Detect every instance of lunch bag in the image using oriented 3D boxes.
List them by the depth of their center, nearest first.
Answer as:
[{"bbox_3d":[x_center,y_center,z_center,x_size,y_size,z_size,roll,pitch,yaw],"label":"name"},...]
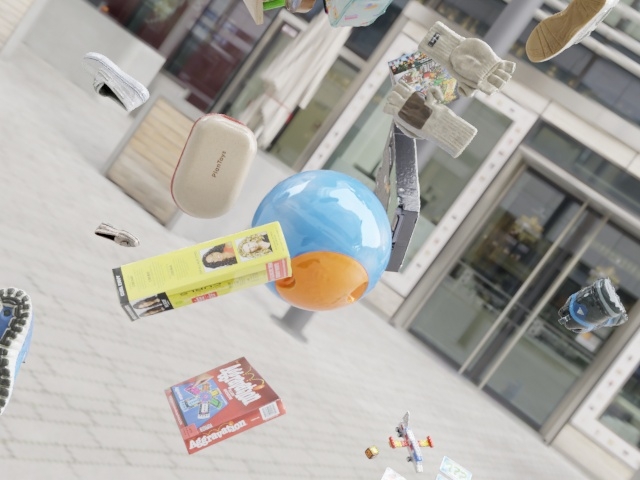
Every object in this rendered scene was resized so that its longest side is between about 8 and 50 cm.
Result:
[{"bbox_3d":[0.074,-0.589,1.852,0.108,0.223,0.279,-9,-2,-15],"label":"lunch bag"}]

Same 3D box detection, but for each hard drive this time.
[{"bbox_3d":[0.195,-0.118,2.227,0.064,0.236,0.338,7,47,-5],"label":"hard drive"}]

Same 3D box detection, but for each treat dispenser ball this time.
[{"bbox_3d":[0.000,0.000,1.755,0.288,0.288,0.288,35,4,-3],"label":"treat dispenser ball"}]

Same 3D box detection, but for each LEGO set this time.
[{"bbox_3d":[0.221,0.496,1.909,0.244,0.060,0.182,34,37,4],"label":"LEGO set"}]

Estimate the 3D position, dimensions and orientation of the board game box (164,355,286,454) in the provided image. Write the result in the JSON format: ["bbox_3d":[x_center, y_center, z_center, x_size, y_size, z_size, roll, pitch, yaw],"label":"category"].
[{"bbox_3d":[-0.152,0.241,1.310,0.281,0.145,0.027,-164,-125,-74],"label":"board game box"}]

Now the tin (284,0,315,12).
[{"bbox_3d":[-0.028,-0.552,1.748,0.040,0.189,0.106,-5,43,-30],"label":"tin"}]

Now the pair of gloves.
[{"bbox_3d":[0.258,-0.306,1.772,0.204,0.240,0.042,31,0,20],"label":"pair of gloves"}]

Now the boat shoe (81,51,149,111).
[{"bbox_3d":[-0.518,-0.386,2.107,0.226,0.076,0.083,31,-25,29],"label":"boat shoe"}]

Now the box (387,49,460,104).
[{"bbox_3d":[0.258,-0.391,2.131,0.233,0.159,0.044,61,9,-67],"label":"box"}]

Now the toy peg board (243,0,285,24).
[{"bbox_3d":[-0.136,-0.609,1.973,0.161,0.079,0.160,94,-25,-52],"label":"toy peg board"}]

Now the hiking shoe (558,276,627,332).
[{"bbox_3d":[0.604,0.149,1.946,0.304,0.132,0.113,25,41,-65],"label":"hiking shoe"}]

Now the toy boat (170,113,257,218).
[{"bbox_3d":[-0.243,-0.161,1.913,0.151,0.231,0.151,22,0,-18],"label":"toy boat"}]

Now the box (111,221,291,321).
[{"bbox_3d":[-0.159,0.043,1.182,0.087,0.232,0.058,93,-20,-68],"label":"box"}]

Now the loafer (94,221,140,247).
[{"bbox_3d":[-0.498,-0.006,2.121,0.125,0.039,0.045,23,-41,26],"label":"loafer"}]

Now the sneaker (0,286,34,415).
[{"bbox_3d":[-0.696,0.273,1.886,0.130,0.329,0.147,17,-16,2],"label":"sneaker"}]

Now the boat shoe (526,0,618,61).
[{"bbox_3d":[0.632,-0.533,2.161,0.096,0.277,0.098,-8,73,-35],"label":"boat shoe"}]
